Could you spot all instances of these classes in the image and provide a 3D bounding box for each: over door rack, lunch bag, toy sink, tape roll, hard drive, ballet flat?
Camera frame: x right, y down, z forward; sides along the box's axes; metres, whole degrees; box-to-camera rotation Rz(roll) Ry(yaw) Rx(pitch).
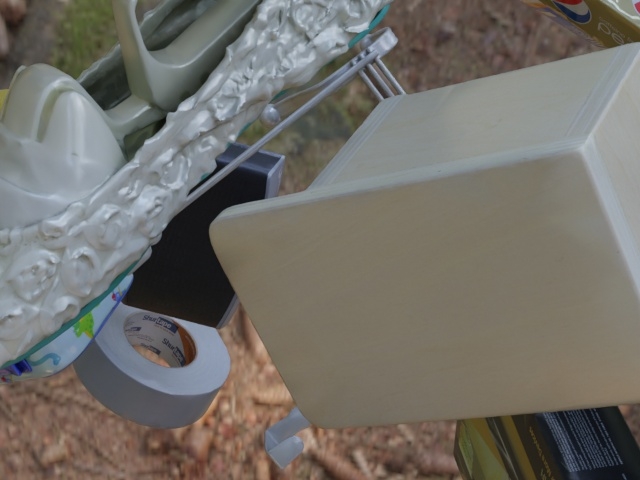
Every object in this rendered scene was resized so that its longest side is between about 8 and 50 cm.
[{"bbox_3d":[0.000,0.000,1.296,0.324,0.108,0.239,-41,102,-13],"label":"over door rack"},{"bbox_3d":[-0.320,0.079,1.584,0.219,0.090,0.176,-13,33,42],"label":"lunch bag"},{"bbox_3d":[0.085,0.001,0.815,0.234,0.153,0.131,-11,26,34],"label":"toy sink"},{"bbox_3d":[-0.241,0.164,2.084,0.219,0.072,0.219,23,32,-15],"label":"tape roll"},{"bbox_3d":[-0.153,-0.009,1.813,0.172,0.255,0.054,16,29,-9],"label":"hard drive"},{"bbox_3d":[-0.122,-0.098,0.949,0.147,0.147,0.409,39,76,21],"label":"ballet flat"}]

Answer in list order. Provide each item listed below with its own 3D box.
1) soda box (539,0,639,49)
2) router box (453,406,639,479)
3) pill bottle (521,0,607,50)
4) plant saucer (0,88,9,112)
[{"bbox_3d":[0.220,-0.179,1.060,0.181,0.058,0.061,39,78,17],"label":"soda box"},{"bbox_3d":[0.207,0.216,1.341,0.081,0.243,0.309,-7,38,-10],"label":"router box"},{"bbox_3d":[0.367,-0.334,1.885,0.272,0.152,0.152,20,42,-42],"label":"pill bottle"},{"bbox_3d":[-0.288,-0.059,1.918,0.332,0.333,0.081,-4,47,10],"label":"plant saucer"}]
